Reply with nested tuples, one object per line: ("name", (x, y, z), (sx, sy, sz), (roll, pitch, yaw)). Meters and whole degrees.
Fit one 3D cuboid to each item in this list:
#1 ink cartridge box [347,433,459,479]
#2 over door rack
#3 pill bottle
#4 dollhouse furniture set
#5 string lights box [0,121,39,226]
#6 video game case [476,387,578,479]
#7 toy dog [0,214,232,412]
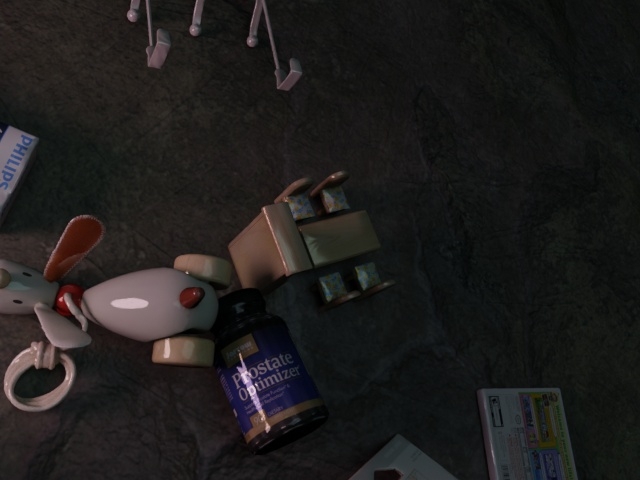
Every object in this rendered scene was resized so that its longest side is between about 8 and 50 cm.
("ink cartridge box", (0.156, 0.419, 0.940), (0.261, 0.066, 0.296), (32, 16, 21))
("over door rack", (-0.194, -0.368, 1.126), (0.240, 0.108, 0.324), (3, 49, -28))
("pill bottle", (-0.087, 0.185, 0.962), (0.123, 0.122, 0.219), (-15, 65, -32))
("dollhouse furniture set", (0.000, 0.000, 1.068), (0.242, 0.161, 0.212), (-15, 78, -32))
("string lights box", (-0.531, -0.125, 0.882), (0.260, 0.077, 0.133), (25, 61, -18))
("video game case", (0.380, 0.377, 1.208), (0.194, 0.023, 0.212), (6, 67, -26))
("toy dog", (-0.268, 0.077, 0.856), (0.334, 0.161, 0.220), (-12, 74, -17))
